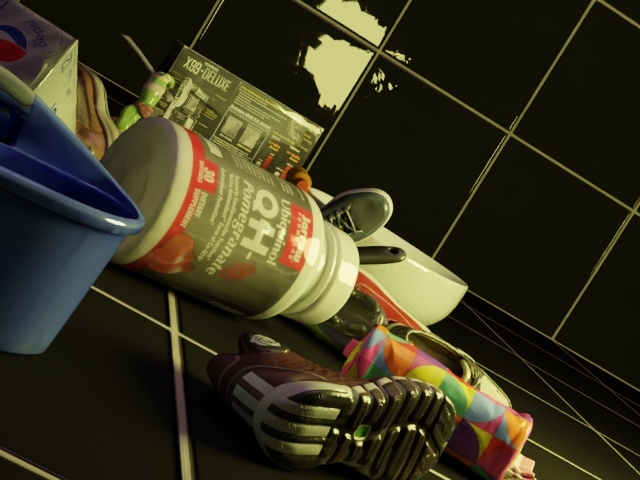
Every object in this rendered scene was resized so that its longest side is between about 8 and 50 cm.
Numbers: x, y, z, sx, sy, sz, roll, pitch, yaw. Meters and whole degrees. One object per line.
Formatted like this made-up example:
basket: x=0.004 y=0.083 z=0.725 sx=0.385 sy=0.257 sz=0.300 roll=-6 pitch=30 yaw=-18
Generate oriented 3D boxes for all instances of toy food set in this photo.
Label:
toy food set: x=-0.135 y=-0.078 z=2.060 sx=0.232 sy=0.111 sz=0.104 roll=5 pitch=11 yaw=-8

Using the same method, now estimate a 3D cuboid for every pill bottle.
pill bottle: x=-0.108 y=-0.008 z=1.448 sx=0.319 sy=0.176 sz=0.176 roll=26 pitch=8 yaw=-39

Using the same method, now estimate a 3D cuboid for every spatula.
spatula: x=-0.031 y=0.014 z=1.627 sx=0.297 sy=0.030 sz=0.084 roll=3 pitch=41 yaw=-9

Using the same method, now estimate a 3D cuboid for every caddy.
caddy: x=-0.298 y=-0.062 z=0.918 sx=0.341 sy=0.179 sz=0.241 roll=28 pitch=8 yaw=-35

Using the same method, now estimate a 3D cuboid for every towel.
towel: x=0.185 y=0.247 z=1.536 sx=0.197 sy=0.029 sz=0.144 roll=32 pitch=5 yaw=8

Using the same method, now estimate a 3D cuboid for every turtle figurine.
turtle figurine: x=-0.272 y=-0.177 z=1.954 sx=0.266 sy=0.197 sz=0.274 roll=34 pitch=9 yaw=-20

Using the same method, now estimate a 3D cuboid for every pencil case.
pencil case: x=0.131 y=0.188 z=1.424 sx=0.236 sy=0.104 sz=0.104 roll=33 pitch=6 yaw=3

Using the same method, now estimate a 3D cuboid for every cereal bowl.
cereal bowl: x=0.084 y=0.051 z=2.125 sx=0.339 sy=0.141 sz=0.339 roll=30 pitch=6 yaw=-4

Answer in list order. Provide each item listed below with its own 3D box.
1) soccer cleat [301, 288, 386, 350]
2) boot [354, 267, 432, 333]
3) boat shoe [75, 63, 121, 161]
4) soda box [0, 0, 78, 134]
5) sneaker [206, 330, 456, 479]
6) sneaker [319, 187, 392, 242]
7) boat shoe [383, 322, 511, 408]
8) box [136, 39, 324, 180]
soccer cleat: x=-0.040 y=0.075 z=1.681 sx=0.289 sy=0.093 sz=0.121 roll=28 pitch=-26 yaw=15
boot: x=0.059 y=0.106 z=1.820 sx=0.244 sy=0.088 sz=0.176 roll=36 pitch=8 yaw=13
boat shoe: x=-0.375 y=-0.179 z=1.726 sx=0.116 sy=0.123 sz=0.324 roll=17 pitch=20 yaw=-35
soda box: x=-0.304 y=-0.119 z=1.183 sx=0.098 sy=0.091 sz=0.286 roll=33 pitch=-24 yaw=1
sneaker: x=0.003 y=0.141 z=1.136 sx=0.163 sy=0.106 sz=0.281 roll=32 pitch=6 yaw=38
sneaker: x=0.000 y=0.002 z=1.823 sx=0.163 sy=0.226 sz=0.086 roll=-70 pitch=137 yaw=-68
boat shoe: x=0.174 y=0.185 z=1.619 sx=0.224 sy=0.080 sz=0.073 roll=36 pitch=-16 yaw=-18
box: x=-0.185 y=-0.176 z=2.164 sx=0.308 sy=0.242 sz=0.076 roll=28 pitch=7 yaw=-24
